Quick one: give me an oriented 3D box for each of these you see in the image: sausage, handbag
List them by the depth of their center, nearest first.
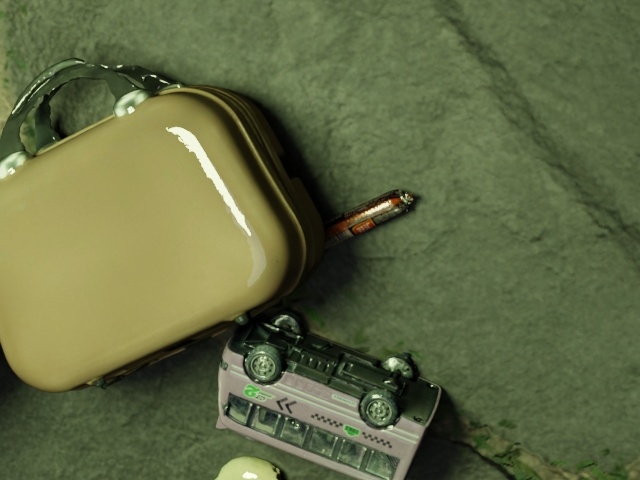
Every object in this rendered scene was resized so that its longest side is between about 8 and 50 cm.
[{"bbox_3d":[-0.173,-0.031,1.741,0.302,0.149,0.283,-25,91,23],"label":"handbag"},{"bbox_3d":[0.000,0.000,1.774,0.198,0.025,0.028,-27,126,22],"label":"sausage"}]

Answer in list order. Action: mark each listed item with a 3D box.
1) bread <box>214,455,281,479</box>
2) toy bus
[{"bbox_3d":[-0.055,0.339,1.887,0.182,0.039,0.251,-32,97,21],"label":"bread"},{"bbox_3d":[0.003,0.147,1.783,0.199,0.096,0.108,20,115,5],"label":"toy bus"}]
